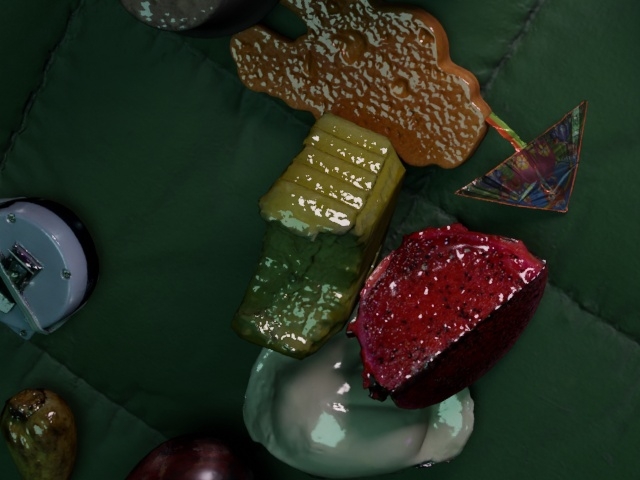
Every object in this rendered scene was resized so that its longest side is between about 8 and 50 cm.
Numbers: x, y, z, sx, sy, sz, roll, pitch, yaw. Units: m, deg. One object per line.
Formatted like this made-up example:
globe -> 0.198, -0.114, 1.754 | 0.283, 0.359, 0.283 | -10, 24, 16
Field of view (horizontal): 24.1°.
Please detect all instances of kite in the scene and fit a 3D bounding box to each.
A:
kite -> 0.249, -0.093, 1.778 | 0.190, 0.010, 0.159 | -35, 111, 5

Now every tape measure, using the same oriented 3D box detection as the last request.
tape measure -> -0.392, 0.032, 2.003 | 0.182, 0.107, 0.181 | 39, 121, 7

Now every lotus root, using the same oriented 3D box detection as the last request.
lotus root -> -0.390, 0.295, 2.092 | 0.108, 0.094, 0.190 | 16, 121, 39

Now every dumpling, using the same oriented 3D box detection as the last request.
dumpling -> 0.047, 0.188, 1.892 | 0.175, 0.243, 0.227 | 4, 90, 58

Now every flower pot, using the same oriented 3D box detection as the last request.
flower pot -> -0.158, -0.328, 1.726 | 0.235, 0.148, 0.235 | 5, 115, 11

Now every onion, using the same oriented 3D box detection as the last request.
onion -> -0.174, 0.385, 1.974 | 0.281, 0.221, 0.281 | -1, 111, -3

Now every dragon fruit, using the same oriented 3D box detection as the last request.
dragon fruit -> 0.144, 0.102, 1.813 | 0.262, 0.163, 0.189 | -39, 122, -12

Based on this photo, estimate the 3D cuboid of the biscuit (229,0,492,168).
biscuit -> 0.054, -0.206, 1.812 | 0.334, 0.047, 0.202 | 33, 115, 9

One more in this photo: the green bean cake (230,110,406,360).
green bean cake -> 0.000, 0.000, 1.770 | 0.124, 0.233, 0.236 | 23, 132, 9
